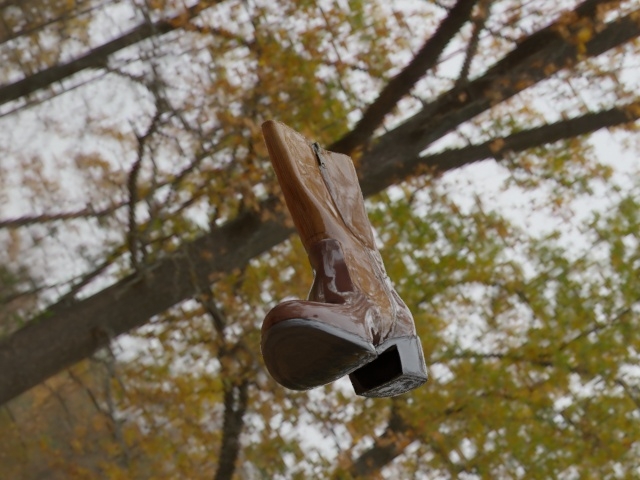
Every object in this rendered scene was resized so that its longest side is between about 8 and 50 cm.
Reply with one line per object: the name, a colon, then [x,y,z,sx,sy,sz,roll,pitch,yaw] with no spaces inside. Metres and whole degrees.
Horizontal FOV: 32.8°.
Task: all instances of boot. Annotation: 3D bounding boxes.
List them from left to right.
boot: [0.000,0.000,1.045,0.096,0.264,0.280,-29,-115,29]
